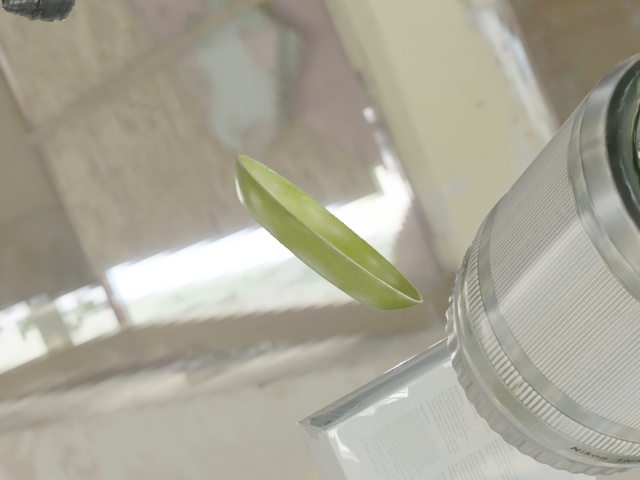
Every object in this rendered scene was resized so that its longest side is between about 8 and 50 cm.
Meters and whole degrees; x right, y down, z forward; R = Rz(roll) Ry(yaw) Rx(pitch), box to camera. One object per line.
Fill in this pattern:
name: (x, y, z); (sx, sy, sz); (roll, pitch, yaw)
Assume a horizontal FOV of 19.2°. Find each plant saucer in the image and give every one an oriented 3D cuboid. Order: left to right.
plant saucer: (0.000, 0.000, 1.924); (0.037, 0.241, 0.241); (-52, -174, 7)

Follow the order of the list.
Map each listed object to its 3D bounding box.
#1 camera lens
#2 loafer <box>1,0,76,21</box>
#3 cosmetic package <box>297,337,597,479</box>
camera lens: (0.226, 0.016, 1.265); (0.219, 0.219, 0.274); (-29, 165, -33)
loafer: (-0.285, -0.303, 1.778); (0.078, 0.223, 0.076); (-1, 148, -27)
cosmetic package: (0.179, 0.312, 2.183); (0.284, 0.377, 0.097); (-27, -170, -19)
